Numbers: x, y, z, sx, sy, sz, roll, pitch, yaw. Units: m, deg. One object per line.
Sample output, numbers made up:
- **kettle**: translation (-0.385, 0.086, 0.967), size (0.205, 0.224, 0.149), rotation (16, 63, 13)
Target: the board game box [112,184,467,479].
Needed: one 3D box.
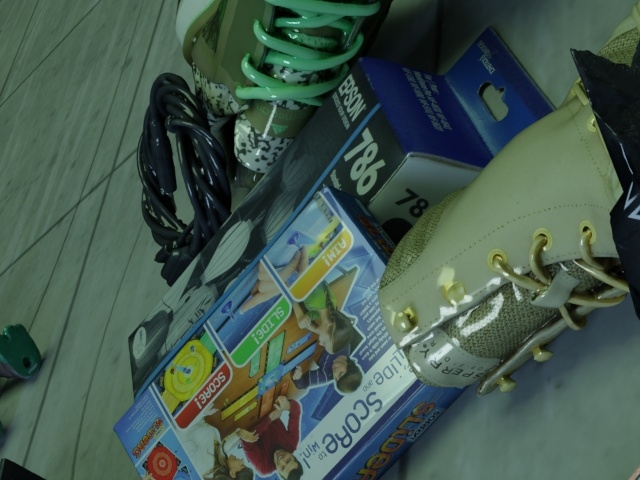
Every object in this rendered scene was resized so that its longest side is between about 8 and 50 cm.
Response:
- **board game box**: translation (-0.018, 0.088, 0.801), size (0.201, 0.035, 0.136), rotation (-48, 54, 17)

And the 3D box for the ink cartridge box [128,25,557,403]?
- **ink cartridge box**: translation (0.000, 0.000, 0.918), size (0.333, 0.065, 0.165), rotation (-49, 25, 14)

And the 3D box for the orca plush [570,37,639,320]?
- **orca plush**: translation (0.182, -0.054, 0.504), size (0.287, 0.151, 0.102), rotation (-42, -7, -33)

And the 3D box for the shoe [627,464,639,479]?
- **shoe**: translation (0.103, 0.132, 0.556), size (0.178, 0.063, 0.081), rotation (-61, 29, 0)

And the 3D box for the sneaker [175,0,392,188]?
- **sneaker**: translation (-0.010, -0.139, 0.997), size (0.410, 0.158, 0.182), rotation (132, 142, -71)

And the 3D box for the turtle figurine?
- **turtle figurine**: translation (-0.368, 0.132, 1.376), size (0.234, 0.118, 0.175), rotation (0, 73, 44)

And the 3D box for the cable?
- **cable**: translation (-0.101, -0.052, 1.090), size (0.184, 0.047, 0.151), rotation (122, 139, -64)

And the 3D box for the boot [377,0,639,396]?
- **boot**: translation (0.118, 0.013, 0.636), size (0.203, 0.095, 0.262), rotation (-43, 25, 26)

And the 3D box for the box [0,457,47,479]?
- **box**: translation (-0.218, 0.281, 0.875), size (0.247, 0.142, 0.163), rotation (-43, 27, 27)
